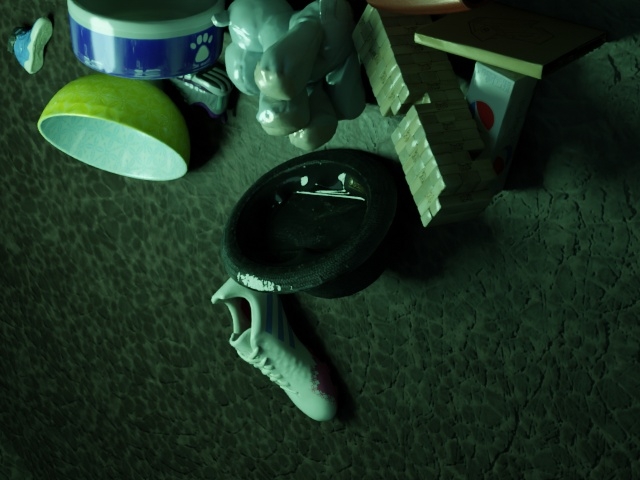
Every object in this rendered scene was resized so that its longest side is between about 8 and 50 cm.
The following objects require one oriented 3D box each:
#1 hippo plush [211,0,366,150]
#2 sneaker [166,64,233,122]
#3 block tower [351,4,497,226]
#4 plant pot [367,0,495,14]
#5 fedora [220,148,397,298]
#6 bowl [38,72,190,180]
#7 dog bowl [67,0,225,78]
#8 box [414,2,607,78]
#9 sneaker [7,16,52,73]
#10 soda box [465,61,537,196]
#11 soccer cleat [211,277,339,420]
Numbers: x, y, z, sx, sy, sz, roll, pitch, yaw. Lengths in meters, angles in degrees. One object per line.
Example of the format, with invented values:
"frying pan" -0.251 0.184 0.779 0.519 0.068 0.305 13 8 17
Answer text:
"hippo plush" -0.074 -0.303 1.760 0.236 0.234 0.294 25 127 33
"sneaker" -0.256 -0.294 2.061 0.223 0.083 0.098 33 136 27
"block tower" 0.149 -0.191 1.623 0.091 0.097 0.336 -55 50 56
"plant pot" 0.165 -0.432 1.455 0.235 0.267 0.267 -7 106 57
"fedora" 0.000 0.000 1.873 0.334 0.334 0.152 9 147 42
"bowl" -0.371 -0.242 2.119 0.289 0.289 0.156 -4 66 45
"dog bowl" -0.295 -0.379 1.914 0.265 0.265 0.104 29 132 31
"box" 0.254 -0.273 1.504 0.201 0.164 0.021 24 129 34
"sneaker" -0.617 -0.429 2.358 0.084 0.058 0.152 42 142 9
"soda box" 0.248 -0.162 1.638 0.069 0.074 0.216 34 131 27
"soccer cleat" -0.093 0.214 2.122 0.116 0.143 0.331 -32 88 48
